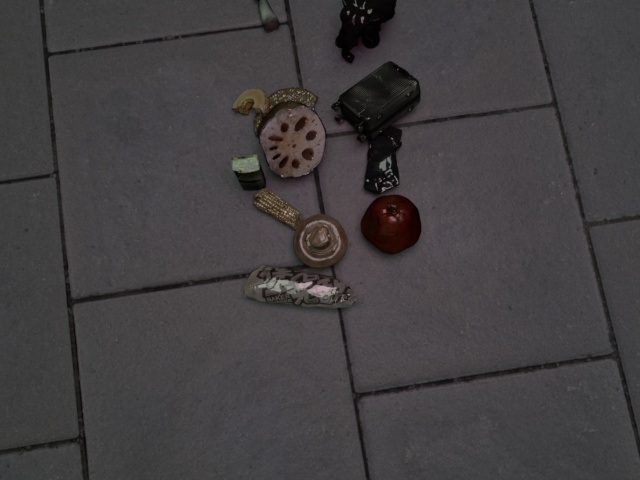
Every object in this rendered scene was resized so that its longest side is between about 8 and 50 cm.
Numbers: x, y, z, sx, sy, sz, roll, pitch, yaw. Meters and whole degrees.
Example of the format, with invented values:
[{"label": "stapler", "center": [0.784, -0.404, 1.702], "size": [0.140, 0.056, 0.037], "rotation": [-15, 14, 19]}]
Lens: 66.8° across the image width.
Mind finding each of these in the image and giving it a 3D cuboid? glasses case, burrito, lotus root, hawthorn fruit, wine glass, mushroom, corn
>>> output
[{"label": "glasses case", "center": [-0.255, -0.239, 1.759], "size": [0.096, 0.272, 0.062], "rotation": [-10, 83, -2]}, {"label": "burrito", "center": [-0.056, 0.178, 1.791], "size": [0.446, 0.101, 0.138], "rotation": [7, 71, 3]}, {"label": "lotus root", "center": [-0.125, -0.387, 1.816], "size": [0.272, 0.192, 0.272], "rotation": [-13, 122, -22]}, {"label": "hawthorn fruit", "center": [0.258, -0.068, 1.751], "size": [0.224, 0.261, 0.223], "rotation": [-1, 76, 2]}, {"label": "wine glass", "center": [-0.223, -0.930, 1.962], "size": [0.072, 0.072, 0.155], "rotation": [-21, 83, -4]}, {"label": "mushroom", "center": [0.000, 0.000, 1.768], "size": [0.205, 0.204, 0.204], "rotation": [0, 82, -1]}, {"label": "corn", "center": [-0.157, -0.120, 1.839], "size": [0.211, 0.087, 0.087], "rotation": [32, 83, 5]}]

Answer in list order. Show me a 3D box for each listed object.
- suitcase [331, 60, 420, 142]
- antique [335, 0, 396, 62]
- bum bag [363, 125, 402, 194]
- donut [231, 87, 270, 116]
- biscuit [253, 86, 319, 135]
[{"label": "suitcase", "center": [0.217, -0.532, 1.860], "size": [0.312, 0.128, 0.202], "rotation": [-39, 61, -6]}, {"label": "antique", "center": [0.175, -0.874, 1.868], "size": [0.185, 0.255, 0.322], "rotation": [32, 85, 1]}, {"label": "bum bag", "center": [0.243, -0.322, 1.877], "size": [0.137, 0.074, 0.309], "rotation": [3, 76, 12]}, {"label": "donut", "center": [-0.257, -0.534, 1.887], "size": [0.166, 0.065, 0.108], "rotation": [12, 72, 29]}, {"label": "biscuit", "center": [-0.150, -0.528, 1.920], "size": [0.290, 0.038, 0.141], "rotation": [-26, 79, -1]}]
